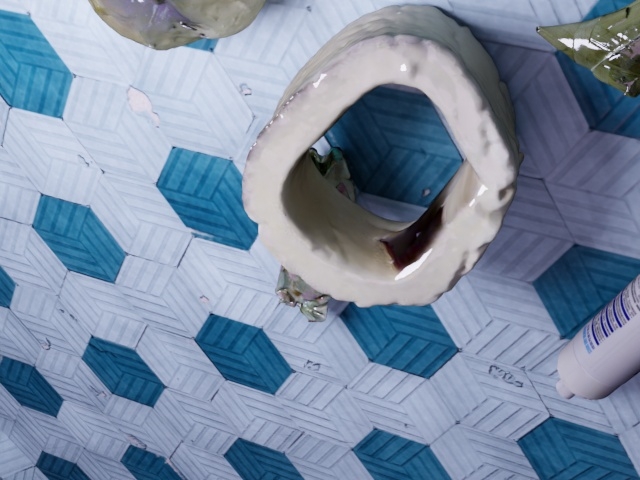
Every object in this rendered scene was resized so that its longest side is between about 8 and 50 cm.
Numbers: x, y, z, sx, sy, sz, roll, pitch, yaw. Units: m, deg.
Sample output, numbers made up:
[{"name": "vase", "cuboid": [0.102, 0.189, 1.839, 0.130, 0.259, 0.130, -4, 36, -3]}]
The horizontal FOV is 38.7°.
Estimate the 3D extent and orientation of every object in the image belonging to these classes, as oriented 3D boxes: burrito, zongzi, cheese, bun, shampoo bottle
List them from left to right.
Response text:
[{"name": "bun", "cuboid": [-0.190, -0.330, 1.027, 0.273, 0.168, 0.273, 18, 144, 14]}, {"name": "burrito", "cuboid": [-0.002, -0.002, 1.293, 0.096, 0.066, 0.309, 23, 134, 13]}, {"name": "cheese", "cuboid": [0.083, -0.094, 1.059, 0.292, 0.153, 0.332, 33, 124, -8]}, {"name": "zongzi", "cuboid": [0.305, -0.234, 0.913, 0.130, 0.062, 0.154, 38, 132, 11]}, {"name": "shampoo bottle", "cuboid": [0.390, 0.121, 1.160, 0.092, 0.092, 0.303, 31, 137, 1]}]
